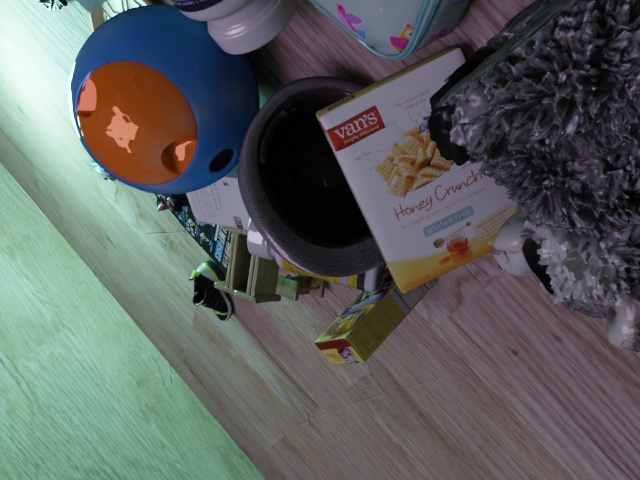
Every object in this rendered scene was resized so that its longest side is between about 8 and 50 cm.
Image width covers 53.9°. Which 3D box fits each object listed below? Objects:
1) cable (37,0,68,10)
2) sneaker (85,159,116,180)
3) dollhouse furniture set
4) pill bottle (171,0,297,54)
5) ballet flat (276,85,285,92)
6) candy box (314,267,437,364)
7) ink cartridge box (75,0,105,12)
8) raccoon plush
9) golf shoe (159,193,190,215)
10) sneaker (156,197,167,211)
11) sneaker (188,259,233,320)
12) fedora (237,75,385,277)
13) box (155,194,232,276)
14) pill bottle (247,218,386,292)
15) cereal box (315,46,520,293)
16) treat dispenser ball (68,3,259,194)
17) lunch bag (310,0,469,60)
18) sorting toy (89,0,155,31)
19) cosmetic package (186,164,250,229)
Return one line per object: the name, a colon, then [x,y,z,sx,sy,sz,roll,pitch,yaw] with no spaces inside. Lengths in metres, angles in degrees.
cable: [-0.621,-0.585,1.395,0.184,0.047,0.150,12,138,47]
sneaker: [-0.646,-0.206,1.862,0.135,0.052,0.058,25,146,42]
dollhouse furniture set: [-0.093,0.040,1.226,0.129,0.184,0.129,15,100,42]
pill bottle: [-0.143,-0.363,0.749,0.153,0.153,0.264,24,162,42]
ballet flat: [-0.066,-0.157,0.983,0.052,0.057,0.168,30,117,15]
candy box: [0.086,0.111,0.985,0.053,0.187,0.109,52,152,-7]
ink cartridge box: [-0.429,-0.508,0.981,0.197,0.114,0.273,53,-176,2]
raccoon plush: [0.285,-0.075,0.473,0.299,0.216,0.446,48,153,-9]
golf shoe: [-0.306,-0.134,1.264,0.094,0.077,0.198,44,148,16]
sneaker: [-0.404,-0.117,1.618,0.057,0.047,0.119,62,151,14]
sneaker: [-0.311,0.150,1.723,0.084,0.097,0.234,32,146,34]
fedora: [0.019,-0.083,0.867,0.275,0.244,0.124,55,-178,8]
box: [-0.254,-0.097,1.377,0.293,0.073,0.295,45,151,12]
pill bottle: [0.000,0.000,0.981,0.208,0.119,0.119,14,141,12]
cereal box: [0.122,-0.078,0.733,0.240,0.173,0.047,62,-177,-20]
treat dispenser ball: [-0.239,-0.216,0.984,0.288,0.288,0.288,37,149,27]
lunch bag: [0.039,-0.336,0.615,0.279,0.108,0.224,45,152,13]
sorting toy: [-0.366,-0.386,1.249,0.229,0.041,0.307,38,150,15]
cosmetic package: [-0.126,-0.085,1.119,0.231,0.085,0.117,10,131,31]
